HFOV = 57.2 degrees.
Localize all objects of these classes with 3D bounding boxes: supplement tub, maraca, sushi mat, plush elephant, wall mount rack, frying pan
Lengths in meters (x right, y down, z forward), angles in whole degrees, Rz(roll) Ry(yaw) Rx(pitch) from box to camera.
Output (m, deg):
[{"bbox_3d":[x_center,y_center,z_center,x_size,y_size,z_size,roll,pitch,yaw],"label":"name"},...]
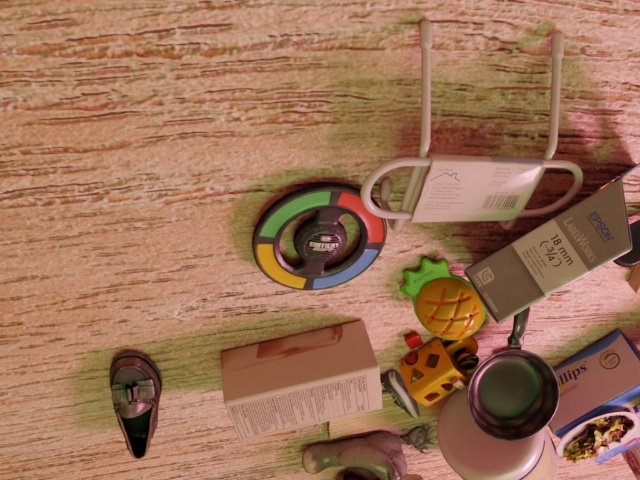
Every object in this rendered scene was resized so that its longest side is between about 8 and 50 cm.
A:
[{"bbox_3d":[0.433,0.500,1.404,0.236,0.235,0.325,-27,136,10],"label":"supplement tub"},{"bbox_3d":[0.233,0.113,1.117,0.127,0.099,0.185,-37,103,15],"label":"maraca"},{"bbox_3d":[0.170,0.405,1.407,0.317,0.019,0.151,-9,133,-7],"label":"sushi mat"},{"bbox_3d":[0.159,0.622,1.434,0.330,0.255,0.271,-21,132,4],"label":"plush elephant"},{"bbox_3d":[0.226,-0.147,0.869,0.350,0.130,0.304,-1,134,-14],"label":"wall mount rack"},{"bbox_3d":[0.380,0.260,1.225,0.197,0.053,0.326,-19,95,-2],"label":"frying pan"}]

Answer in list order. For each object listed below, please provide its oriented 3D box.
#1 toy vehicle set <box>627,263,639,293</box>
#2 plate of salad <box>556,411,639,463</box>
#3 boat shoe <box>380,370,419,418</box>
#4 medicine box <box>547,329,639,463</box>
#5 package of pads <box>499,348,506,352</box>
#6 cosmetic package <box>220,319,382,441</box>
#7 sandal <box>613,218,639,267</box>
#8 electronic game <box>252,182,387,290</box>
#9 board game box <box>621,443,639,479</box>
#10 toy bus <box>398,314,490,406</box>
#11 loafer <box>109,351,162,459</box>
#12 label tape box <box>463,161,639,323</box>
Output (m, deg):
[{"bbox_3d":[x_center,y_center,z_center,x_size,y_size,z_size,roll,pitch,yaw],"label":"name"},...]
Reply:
[{"bbox_3d":[0.792,0.021,1.216,0.267,0.035,0.166,-9,132,-6],"label":"toy vehicle set"},{"bbox_3d":[0.646,0.462,1.359,0.200,0.048,0.199,-7,132,-8],"label":"plate of salad"},{"bbox_3d":[0.181,0.352,1.334,0.040,0.049,0.142,-24,113,20],"label":"boat shoe"},{"bbox_3d":[0.710,0.394,1.449,0.263,0.149,0.289,-40,129,20],"label":"medicine box"},{"bbox_3d":[0.437,0.285,1.361,0.050,0.032,0.083,-11,133,-8],"label":"package of pads"},{"bbox_3d":[-0.037,0.278,1.166,0.296,0.129,0.153,-11,131,-4],"label":"cosmetic package"},{"bbox_3d":[0.667,-0.028,1.116,0.255,0.097,0.054,-22,163,9],"label":"sandal"},{"bbox_3d":[0.000,0.000,0.985,0.229,0.048,0.229,-7,132,-8],"label":"electronic game"},{"bbox_3d":[1.021,0.583,1.648,0.304,0.224,0.097,-13,135,-3],"label":"board game box"},{"bbox_3d":[0.274,0.271,1.257,0.191,0.104,0.202,-5,132,-11],"label":"toy bus"},{"bbox_3d":[-0.360,0.331,1.158,0.096,0.084,0.267,-3,131,-12],"label":"loafer"},{"bbox_3d":[0.418,0.000,0.975,0.334,0.105,0.241,-34,169,17],"label":"label tape box"}]
